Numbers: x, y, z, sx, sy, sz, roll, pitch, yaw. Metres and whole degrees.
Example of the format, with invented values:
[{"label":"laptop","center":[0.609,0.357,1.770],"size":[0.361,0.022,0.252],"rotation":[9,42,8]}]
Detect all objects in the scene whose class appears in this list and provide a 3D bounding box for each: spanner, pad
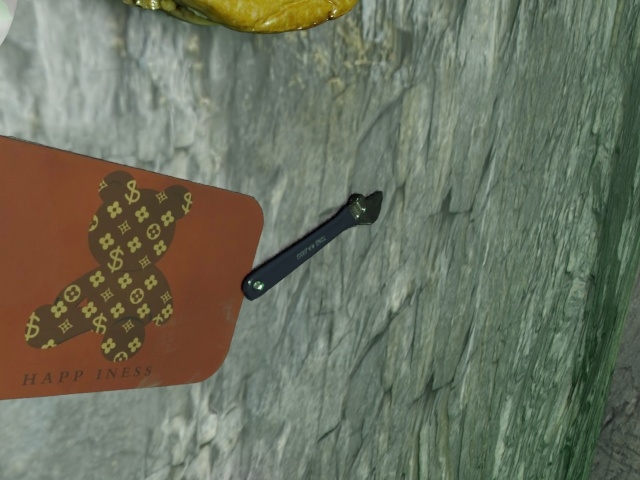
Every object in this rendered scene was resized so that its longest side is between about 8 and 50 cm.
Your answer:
[{"label":"spanner","center":[0.000,0.000,0.607],"size":[0.208,0.012,0.046],"rotation":[-36,131,-36]},{"label":"pad","center":[-0.154,0.032,0.454],"size":[0.267,0.004,0.181],"rotation":[10,99,-51]}]

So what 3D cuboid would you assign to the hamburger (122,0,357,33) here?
[{"label":"hamburger","center":[-0.060,-0.223,0.362],"size":[0.215,0.122,0.189],"rotation":[-30,123,-34]}]

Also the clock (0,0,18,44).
[{"label":"clock","center":[-0.161,-0.160,0.298],"size":[0.041,0.087,0.129],"rotation":[15,95,-47]}]
